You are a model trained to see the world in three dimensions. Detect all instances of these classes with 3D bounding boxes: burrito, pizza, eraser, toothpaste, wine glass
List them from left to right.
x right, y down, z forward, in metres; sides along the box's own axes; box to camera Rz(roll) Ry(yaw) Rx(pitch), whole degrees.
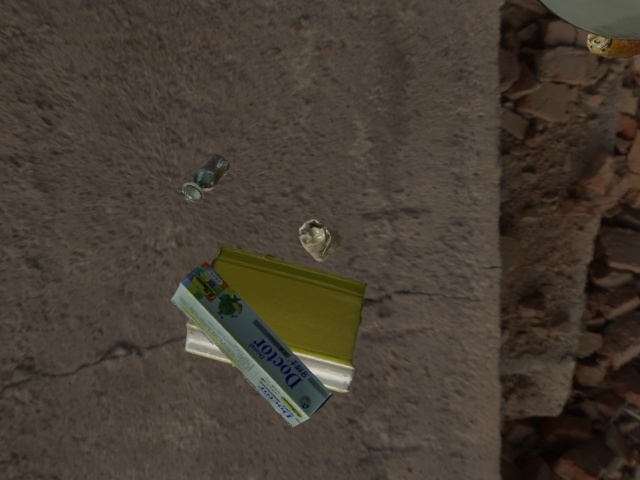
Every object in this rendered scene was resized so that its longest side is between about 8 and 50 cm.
[{"bbox_3d":[-0.164,-0.092,1.067,0.039,0.042,0.083,28,49,11],"label":"wine glass"},{"bbox_3d":[-0.064,0.092,0.645,0.164,0.046,0.034,46,59,3],"label":"toothpaste"},{"bbox_3d":[-0.054,0.097,0.967,0.226,0.158,0.069,15,134,1],"label":"eraser"},{"bbox_3d":[0.000,0.000,1.615,0.060,0.226,0.087,43,91,13],"label":"burrito"},{"bbox_3d":[0.440,-0.343,0.999,0.147,0.226,0.069,-23,58,-24],"label":"pizza"}]

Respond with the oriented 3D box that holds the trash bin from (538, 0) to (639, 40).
[{"bbox_3d":[0.224,-0.224,0.400,0.217,0.262,0.277,8,104,2],"label":"trash bin"}]
